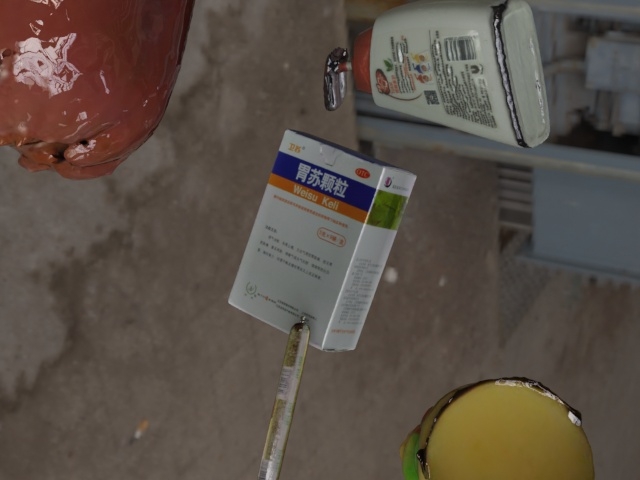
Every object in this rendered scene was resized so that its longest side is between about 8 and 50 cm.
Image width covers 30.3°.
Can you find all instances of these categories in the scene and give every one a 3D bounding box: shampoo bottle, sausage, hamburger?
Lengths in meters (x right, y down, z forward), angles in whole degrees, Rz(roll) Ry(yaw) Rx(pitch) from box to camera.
[{"bbox_3d":[0.104,-0.178,1.238,0.071,0.284,0.153,-28,114,-35],"label":"shampoo bottle"},{"bbox_3d":[-0.053,0.242,1.729,0.033,0.033,0.269,27,74,-61],"label":"sausage"},{"bbox_3d":[0.203,0.278,1.394,0.237,0.237,0.149,-64,-176,-24],"label":"hamburger"},{"bbox_3d":[-0.144,-0.176,0.717,0.152,0.152,0.279,40,57,-59],"label":"sausage"}]

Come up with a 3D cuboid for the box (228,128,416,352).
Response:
[{"bbox_3d":[0.000,0.000,1.849,0.106,0.200,0.299,7,104,-56],"label":"box"}]
